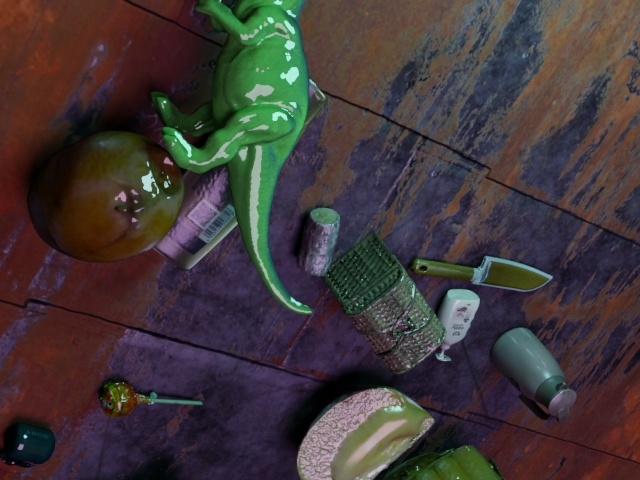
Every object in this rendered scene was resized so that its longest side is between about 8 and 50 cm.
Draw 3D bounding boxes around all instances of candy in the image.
[{"bbox_3d":[-0.290,0.280,1.708,0.201,0.060,0.060,10,116,-40],"label":"candy"}]

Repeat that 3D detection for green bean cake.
[{"bbox_3d":[0.239,0.581,2.099,0.310,0.202,0.285,-23,141,-11],"label":"green bean cake"}]

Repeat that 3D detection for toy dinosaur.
[{"bbox_3d":[-0.030,-0.178,1.411,0.375,0.144,0.500,-37,113,-2],"label":"toy dinosaur"}]

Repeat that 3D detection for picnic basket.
[{"bbox_3d":[0.117,0.118,1.737,0.134,0.154,0.196,-37,130,-1],"label":"picnic basket"}]

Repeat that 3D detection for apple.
[{"bbox_3d":[0.061,0.365,1.901,0.265,0.120,0.193,-42,117,0],"label":"apple"}]

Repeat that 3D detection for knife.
[{"bbox_3d":[0.317,0.060,1.885,0.343,0.027,0.061,10,112,-32],"label":"knife"}]

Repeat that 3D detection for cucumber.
[{"bbox_3d":[-0.001,0.002,1.659,0.064,0.064,0.111,3,115,-29],"label":"cucumber"}]

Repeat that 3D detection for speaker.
[{"bbox_3d":[-0.493,0.350,1.636,0.075,0.060,0.094,25,108,-36],"label":"speaker"}]

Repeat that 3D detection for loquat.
[{"bbox_3d":[-0.302,-0.058,1.378,0.228,0.179,0.179,-18,135,25],"label":"loquat"}]

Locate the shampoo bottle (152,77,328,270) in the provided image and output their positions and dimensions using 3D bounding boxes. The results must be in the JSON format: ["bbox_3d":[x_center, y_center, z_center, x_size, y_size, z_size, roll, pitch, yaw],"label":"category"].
[{"bbox_3d":[-0.128,-0.113,1.500,0.350,0.084,0.126,-47,120,7],"label":"shampoo bottle"}]

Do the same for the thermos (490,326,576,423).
[{"bbox_3d":[0.437,0.285,1.989,0.105,0.193,0.137,-11,126,-23],"label":"thermos"}]

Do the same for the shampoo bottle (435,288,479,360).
[{"bbox_3d":[0.254,0.169,1.912,0.077,0.045,0.151,3,120,-29],"label":"shampoo bottle"}]
